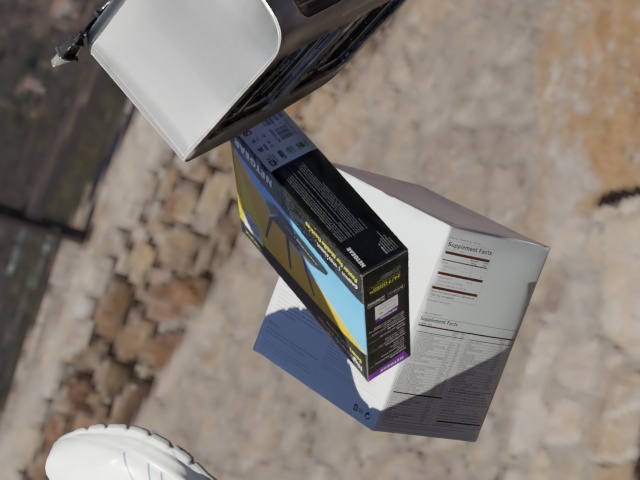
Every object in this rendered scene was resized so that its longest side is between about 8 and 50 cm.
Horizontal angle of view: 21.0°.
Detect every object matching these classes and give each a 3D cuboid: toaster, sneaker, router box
[{"bbox_3d":[-0.041,-0.148,1.061,0.110,0.168,0.186,53,136,5],"label":"toaster"},{"bbox_3d":[-0.122,0.254,1.475,0.297,0.111,0.129,24,65,24],"label":"sneaker"},{"bbox_3d":[0.000,0.000,1.279,0.179,0.046,0.133,49,159,33],"label":"router box"}]

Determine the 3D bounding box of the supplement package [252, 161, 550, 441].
[{"bbox_3d":[0.075,0.058,1.655,0.194,0.149,0.203,30,103,46],"label":"supplement package"}]
